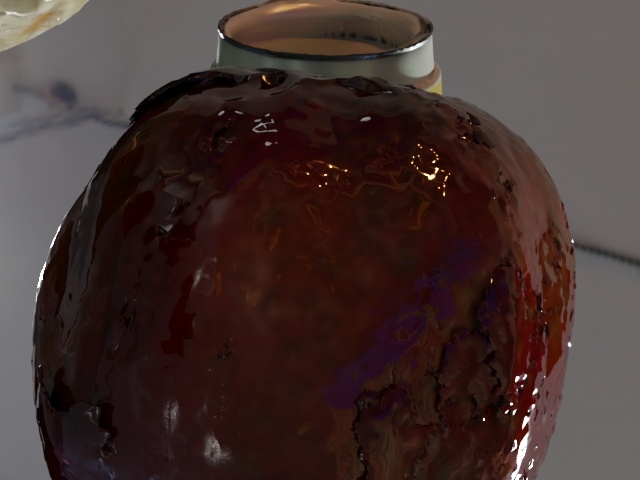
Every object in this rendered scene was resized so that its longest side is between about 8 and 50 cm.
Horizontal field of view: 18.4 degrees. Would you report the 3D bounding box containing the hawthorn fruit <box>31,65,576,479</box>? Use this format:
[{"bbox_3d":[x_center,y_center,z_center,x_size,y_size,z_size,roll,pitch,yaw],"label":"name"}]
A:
[{"bbox_3d":[-0.001,0.061,0.638,0.181,0.181,0.235,-8,-102,39],"label":"hawthorn fruit"}]

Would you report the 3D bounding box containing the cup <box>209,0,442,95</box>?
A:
[{"bbox_3d":[0.000,0.000,1.223,0.196,0.196,0.280,15,-64,34],"label":"cup"}]

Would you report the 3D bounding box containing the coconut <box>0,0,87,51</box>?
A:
[{"bbox_3d":[-0.272,-0.295,1.379,0.415,0.415,0.345,-7,-89,39],"label":"coconut"}]
